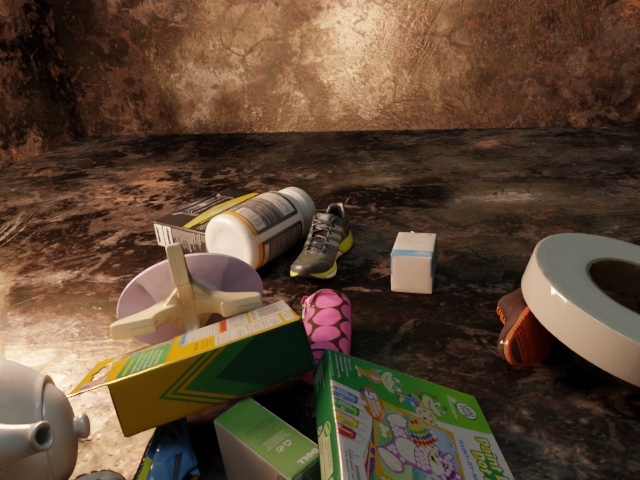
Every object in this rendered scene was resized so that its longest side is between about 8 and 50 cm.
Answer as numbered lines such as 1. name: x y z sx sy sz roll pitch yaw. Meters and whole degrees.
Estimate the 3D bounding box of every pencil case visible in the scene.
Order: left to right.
1. pencil case: 0.005 0.172 0.991 0.098 0.095 0.209 25 22 -9

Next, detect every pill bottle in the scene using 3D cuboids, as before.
1. pill bottle: -0.141 -0.033 1.392 0.162 0.162 0.278 12 28 33

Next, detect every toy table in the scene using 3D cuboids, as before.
1. toy table: -0.236 0.119 1.001 0.274 0.252 0.161 -23 11 -10

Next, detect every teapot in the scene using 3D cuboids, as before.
1. teapot: -0.397 0.260 0.708 0.187 0.252 0.256 -9 32 -19

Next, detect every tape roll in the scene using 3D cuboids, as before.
1. tape roll: 0.542 0.111 0.924 0.392 0.072 0.392 10 28 -5

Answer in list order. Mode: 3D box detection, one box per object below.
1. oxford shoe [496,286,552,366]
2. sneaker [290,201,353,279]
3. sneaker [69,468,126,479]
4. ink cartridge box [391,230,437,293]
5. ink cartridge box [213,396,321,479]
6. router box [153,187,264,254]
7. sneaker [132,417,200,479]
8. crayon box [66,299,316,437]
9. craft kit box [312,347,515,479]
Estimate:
1. oxford shoe: 0.365 0.149 0.995 0.098 0.096 0.271 -9 11 40
2. sneaker: 0.000 0.000 1.336 0.111 0.121 0.300 2 25 16
3. sneaker: -0.303 0.370 0.632 0.093 0.088 0.225 12 38 23
4. ink cartridge box: 0.213 0.043 1.233 0.090 0.092 0.143 3 26 16
5. ink cartridge box: -0.043 0.298 0.693 0.209 0.109 0.062 18 34 42
6. router box: -0.273 -0.055 1.563 0.243 0.081 0.309 12 29 33
7. sneaker: -0.210 0.308 0.778 0.082 0.069 0.209 25 13 -10
8. crayon box: -0.184 0.189 0.832 0.323 0.083 0.203 -17 4 -10
9. craft kit box: 0.117 0.260 0.688 0.247 0.061 0.250 23 20 -14
